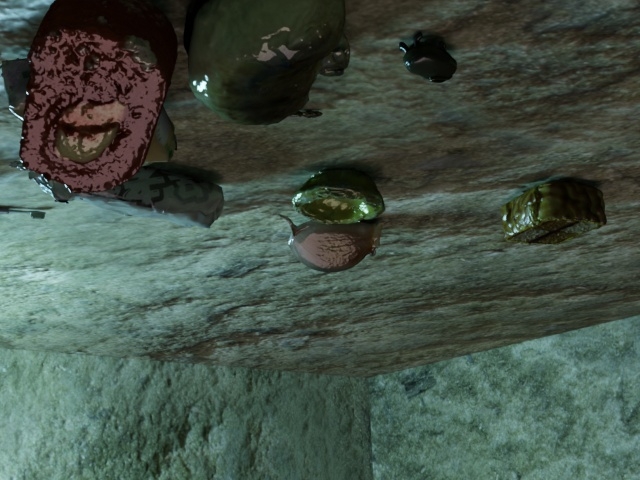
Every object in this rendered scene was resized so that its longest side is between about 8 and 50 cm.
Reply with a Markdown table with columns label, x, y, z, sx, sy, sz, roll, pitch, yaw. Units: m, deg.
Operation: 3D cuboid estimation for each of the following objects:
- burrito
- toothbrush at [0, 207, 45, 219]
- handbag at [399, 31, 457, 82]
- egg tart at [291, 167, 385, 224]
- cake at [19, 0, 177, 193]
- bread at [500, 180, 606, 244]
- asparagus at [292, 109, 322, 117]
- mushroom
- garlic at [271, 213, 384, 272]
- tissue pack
| label | x | y | z | sx | sy | sz | roll | pitch | yaw |
| --- | --- | --- | --- | --- | --- | --- | --- | --- | --- |
| burrito | -0.368 | -0.097 | 1.984 | 0.445 | 0.101 | 0.139 | 12 | 173 | -39 |
| toothbrush | -0.680 | -0.061 | 2.215 | 0.194 | 0.017 | 0.014 | 6 | 156 | -17 |
| handbag | 0.166 | -0.267 | 1.572 | 0.072 | 0.047 | 0.111 | -23 | 155 | 37 |
| egg tart | 0.035 | -0.092 | 2.103 | 0.197 | 0.078 | 0.197 | 0 | 162 | 0 |
| cake | -0.294 | -0.198 | 1.404 | 0.177 | 0.151 | 0.283 | 14 | 127 | -8 |
| bread | 0.492 | -0.055 | 2.256 | 0.181 | 0.096 | 0.222 | 4 | 165 | -20 |
| asparagus | -0.079 | -0.214 | 1.783 | 0.166 | 0.013 | 0.016 | -1 | 174 | -4 |
| mushroom | -0.069 | -0.251 | 1.454 | 0.247 | 0.130 | 0.344 | 8 | 162 | -20 |
| garlic | -0.004 | 0.003 | 2.406 | 0.267 | 0.148 | 0.128 | 1 | -160 | -25 |
| tissue pack | -0.351 | -0.193 | 1.625 | 0.215 | 0.123 | 0.256 | -5 | 164 | 2 |
